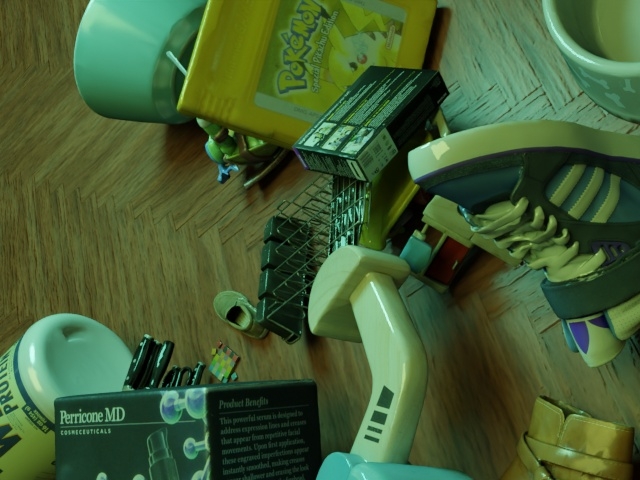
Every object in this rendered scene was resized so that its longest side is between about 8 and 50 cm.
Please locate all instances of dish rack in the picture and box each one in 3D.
[{"bbox_3d":[0.000,0.000,1.279,0.271,0.074,0.208,-40,37,43],"label":"dish rack"}]

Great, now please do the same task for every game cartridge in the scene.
[{"bbox_3d":[-0.012,-0.267,1.307,0.052,0.323,0.285,164,122,-72],"label":"game cartridge"}]

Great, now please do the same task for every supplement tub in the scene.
[{"bbox_3d":[-0.485,0.302,1.569,0.325,0.235,0.235,-41,49,24],"label":"supplement tub"}]

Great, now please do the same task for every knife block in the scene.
[{"bbox_3d":[-0.279,0.279,1.386,0.088,0.275,0.242,-14,93,40],"label":"knife block"}]

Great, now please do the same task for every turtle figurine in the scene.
[{"bbox_3d":[-0.099,-0.233,1.454,0.266,0.197,0.275,-6,73,38],"label":"turtle figurine"}]

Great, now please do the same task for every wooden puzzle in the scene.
[{"bbox_3d":[-0.154,0.196,1.460,0.083,0.006,0.049,32,96,46],"label":"wooden puzzle"}]

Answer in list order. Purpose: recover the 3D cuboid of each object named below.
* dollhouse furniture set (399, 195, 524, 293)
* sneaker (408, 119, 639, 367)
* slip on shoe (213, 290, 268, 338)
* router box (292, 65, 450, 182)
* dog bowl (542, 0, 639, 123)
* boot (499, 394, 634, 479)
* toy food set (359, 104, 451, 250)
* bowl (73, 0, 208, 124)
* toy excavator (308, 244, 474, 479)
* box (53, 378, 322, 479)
[{"bbox_3d":[0.180,0.002,1.114,0.129,0.129,0.184,31,117,7],"label":"dollhouse furniture set"},{"bbox_3d":[0.245,0.012,0.932,0.130,0.322,0.236,-22,71,58],"label":"sneaker"},{"bbox_3d":[-0.134,0.114,1.450,0.135,0.041,0.051,34,98,46],"label":"slip on shoe"},{"bbox_3d":[0.067,-0.159,1.217,0.133,0.046,0.179,18,58,48],"label":"router box"},{"bbox_3d":[0.415,-0.313,1.059,0.348,0.102,0.349,-20,60,38],"label":"dog bowl"},{"bbox_3d":[0.290,0.295,0.924,0.283,0.109,0.220,19,91,59],"label":"boot"},{"bbox_3d":[0.132,-0.076,1.246,0.218,0.071,0.128,-56,24,20],"label":"toy food set"},{"bbox_3d":[-0.263,-0.330,1.611,0.163,0.311,0.312,28,93,23],"label":"bowl"},{"bbox_3d":[0.074,0.268,1.009,0.433,0.222,0.445,34,106,59],"label":"toy excavator"},{"bbox_3d":[-0.165,0.385,1.175,0.293,0.212,0.396,-11,78,37],"label":"box"}]
